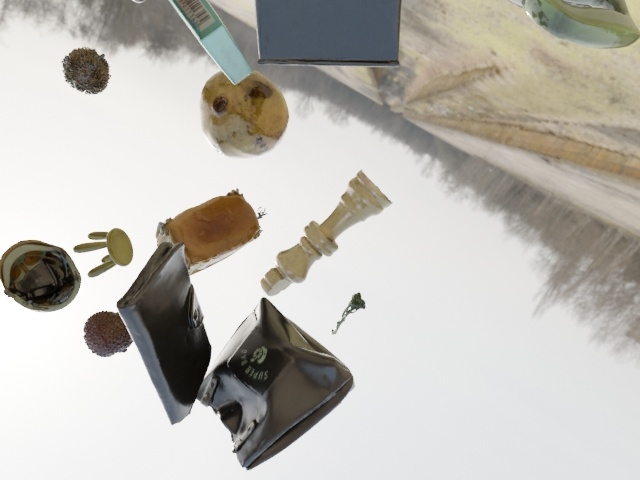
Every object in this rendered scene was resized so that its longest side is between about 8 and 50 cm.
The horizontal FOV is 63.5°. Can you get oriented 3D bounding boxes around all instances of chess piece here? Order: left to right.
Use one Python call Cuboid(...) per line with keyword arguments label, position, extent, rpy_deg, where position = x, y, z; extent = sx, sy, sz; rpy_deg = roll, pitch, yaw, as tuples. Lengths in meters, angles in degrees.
Cuboid(label="chess piece", position=(0.000, 0.000, 1.308), extent=(0.117, 0.397, 0.117), rpy_deg=(45, -172, -8))

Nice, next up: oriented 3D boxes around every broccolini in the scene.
Cuboid(label="broccolini", position=(0.069, 0.227, 1.542), extent=(0.052, 0.194, 0.054), rpy_deg=(-18, -118, -49))

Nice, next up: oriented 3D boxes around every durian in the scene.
Cuboid(label="durian", position=(-0.396, -0.291, 0.885), extent=(0.080, 0.091, 0.080), rpy_deg=(48, -152, -37))

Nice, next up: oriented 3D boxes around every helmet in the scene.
Cuboid(label="helmet", position=(-0.819, 0.114, 1.510), extent=(0.224, 0.130, 0.198), rpy_deg=(45, -126, -7))

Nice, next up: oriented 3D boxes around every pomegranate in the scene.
Cuboid(label="pomegranate", position=(-0.237, -0.389, 1.585), extent=(0.281, 0.281, 0.281), rpy_deg=(27, -164, -8))

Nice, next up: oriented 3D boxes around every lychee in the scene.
Cuboid(label="lychee", position=(-0.545, 0.240, 1.330), extent=(0.123, 0.123, 0.129), rpy_deg=(48, 174, 49))

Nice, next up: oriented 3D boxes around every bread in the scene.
Cuboid(label="bread", position=(-0.254, -0.020, 1.201), extent=(0.241, 0.107, 0.136), rpy_deg=(-31, -91, -45))

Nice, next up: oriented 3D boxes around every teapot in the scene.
Cuboid(label="teapot", position=(0.388, -0.476, 0.898), extent=(0.239, 0.322, 0.239), rpy_deg=(-12, -171, -24))

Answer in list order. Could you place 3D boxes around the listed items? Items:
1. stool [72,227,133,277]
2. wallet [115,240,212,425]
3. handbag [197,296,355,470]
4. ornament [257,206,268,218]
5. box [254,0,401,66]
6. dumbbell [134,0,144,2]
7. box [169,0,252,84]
Cuboid(label="stool", position=(-0.595, 0.029, 1.432), extent=(0.134, 0.110, 0.135), rpy_deg=(50, -152, -67))
Cuboid(label="wallet", position=(-0.287, 0.187, 1.018), extent=(0.051, 0.378, 0.197), rpy_deg=(7, -139, 12))
Cuboid(label="handbag", position=(-0.126, 0.307, 1.134), extent=(0.342, 0.288, 0.152), rpy_deg=(31, 166, 46))
Cuboid(label="ornament", position=(-0.188, -0.042, 1.397), extent=(0.028, 0.125, 0.073), rpy_deg=(41, 157, -13))
Cuboid(label="box", position=(0.017, -0.563, 1.247), extent=(0.345, 0.204, 0.251), rpy_deg=(0, -139, -1))
Cuboid(label="dumbbell", position=(-0.533, -0.717, 1.351), extent=(0.191, 0.100, 0.100), rpy_deg=(34, -164, 0))
Cuboid(label="box", position=(-0.184, -0.331, 0.684), extent=(0.229, 0.041, 0.162), rpy_deg=(54, -177, 4))
